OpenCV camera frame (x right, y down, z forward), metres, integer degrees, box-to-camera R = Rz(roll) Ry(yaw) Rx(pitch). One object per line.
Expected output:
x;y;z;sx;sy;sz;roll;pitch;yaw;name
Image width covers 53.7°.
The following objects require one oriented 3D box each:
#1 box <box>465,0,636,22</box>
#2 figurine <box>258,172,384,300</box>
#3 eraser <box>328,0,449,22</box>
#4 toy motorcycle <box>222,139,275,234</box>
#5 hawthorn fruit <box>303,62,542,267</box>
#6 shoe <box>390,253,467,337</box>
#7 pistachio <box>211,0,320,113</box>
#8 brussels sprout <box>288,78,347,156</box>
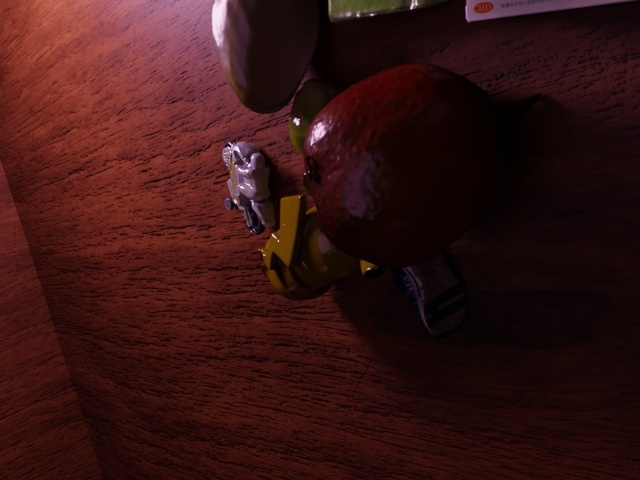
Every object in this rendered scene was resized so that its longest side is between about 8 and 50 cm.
0.333;-0.353;0.707;0.332;0.145;0.173;10;115;44;box
-0.004;0.003;1.189;0.326;0.169;0.218;-34;85;49;figurine
0.101;-0.478;0.942;0.210;0.092;0.274;12;113;43;eraser
-0.152;-0.129;1.367;0.151;0.074;0.229;-35;71;53;toy motorcycle
0.152;-0.124;0.929;0.368;0.284;0.285;-30;82;9;hawthorn fruit
0.177;0.071;1.101;0.207;0.091;0.106;64;161;-1;shoe
-0.096;-0.375;1.138;0.197;0.166;0.288;-2;101;6;pistachio
0.011;-0.208;1.128;0.155;0.117;0.155;-21;63;50;brussels sprout
